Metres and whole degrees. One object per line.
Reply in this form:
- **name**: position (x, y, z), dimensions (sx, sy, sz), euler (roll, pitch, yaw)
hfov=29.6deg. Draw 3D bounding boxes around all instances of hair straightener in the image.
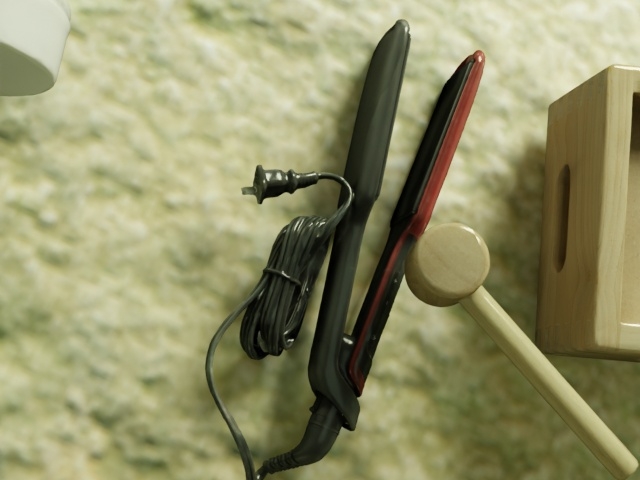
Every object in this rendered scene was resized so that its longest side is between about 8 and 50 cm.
- **hair straightener**: position (0.000, 0.000, 0.562), dimensions (0.089, 0.047, 0.230), euler (23, 80, -10)

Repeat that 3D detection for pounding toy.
- **pounding toy**: position (0.135, 0.018, 0.567), dimensions (0.206, 0.094, 0.181), euler (6, 83, -7)

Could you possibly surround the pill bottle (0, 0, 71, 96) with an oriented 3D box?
- **pill bottle**: position (-0.133, -0.179, 0.508), dimensions (0.124, 0.124, 0.221), euler (11, 79, -13)
